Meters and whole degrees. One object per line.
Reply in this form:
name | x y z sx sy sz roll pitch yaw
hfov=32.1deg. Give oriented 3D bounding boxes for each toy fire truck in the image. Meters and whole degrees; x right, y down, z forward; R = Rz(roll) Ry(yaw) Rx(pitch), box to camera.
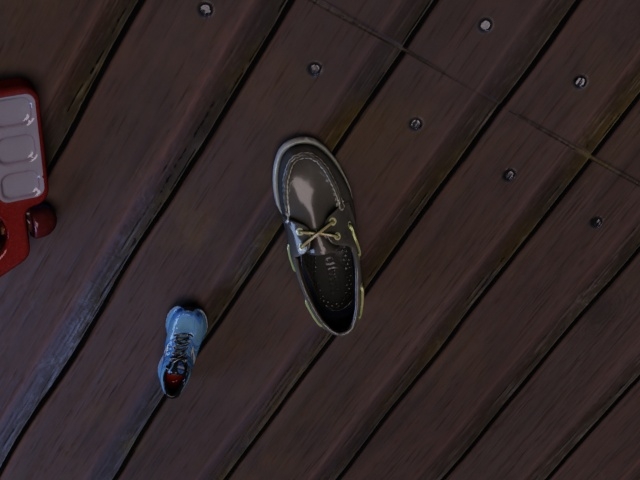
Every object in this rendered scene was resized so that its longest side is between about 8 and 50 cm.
toy fire truck | -0.478 -0.053 1.462 0.254 0.169 0.302 -13 124 -21

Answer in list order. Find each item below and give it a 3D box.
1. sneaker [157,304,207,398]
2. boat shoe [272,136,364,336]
sneaker | -0.206 0.170 1.667 0.063 0.073 0.162 7 120 -11
boat shoe | 0.005 -0.001 1.580 0.109 0.091 0.305 -13 122 1
